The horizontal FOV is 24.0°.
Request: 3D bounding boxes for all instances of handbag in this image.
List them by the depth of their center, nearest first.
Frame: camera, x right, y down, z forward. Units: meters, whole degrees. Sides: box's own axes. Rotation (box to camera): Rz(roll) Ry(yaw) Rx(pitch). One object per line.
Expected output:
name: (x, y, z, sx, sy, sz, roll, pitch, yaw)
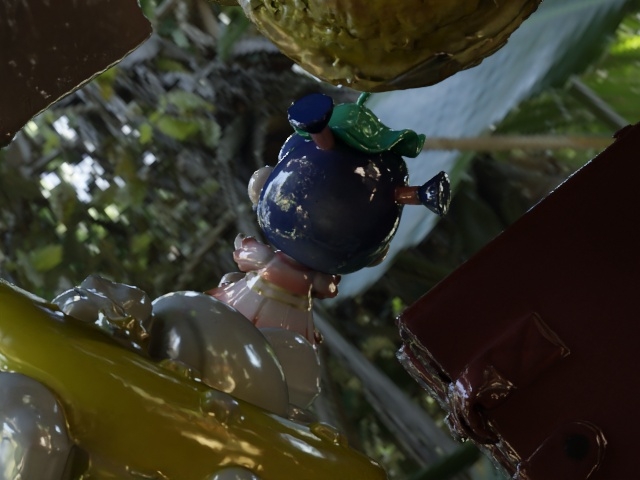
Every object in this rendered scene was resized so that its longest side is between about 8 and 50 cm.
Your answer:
handbag: (0.220, 0.070, 0.888, 0.275, 0.260, 0.084, -36, -15, -12)

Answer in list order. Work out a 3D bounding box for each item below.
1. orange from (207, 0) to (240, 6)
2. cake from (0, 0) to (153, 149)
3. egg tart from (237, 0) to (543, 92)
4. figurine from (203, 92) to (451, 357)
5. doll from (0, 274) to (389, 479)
orange: (-0.064, -0.331, 1.384, 0.236, 0.236, 0.236, -15, -55, -23)
cake: (-0.331, -0.204, 1.305, 0.309, 0.237, 0.230, -44, -62, -37)
egg tart: (0.039, -0.187, 0.836, 0.212, 0.212, 0.090, -53, -9, 7)
figurine: (0.000, 0.000, 0.939, 0.111, 0.102, 0.195, 21, -67, -11)
doll: (-0.076, 0.082, 0.717, 0.237, 0.252, 0.111, 14, -80, -21)
